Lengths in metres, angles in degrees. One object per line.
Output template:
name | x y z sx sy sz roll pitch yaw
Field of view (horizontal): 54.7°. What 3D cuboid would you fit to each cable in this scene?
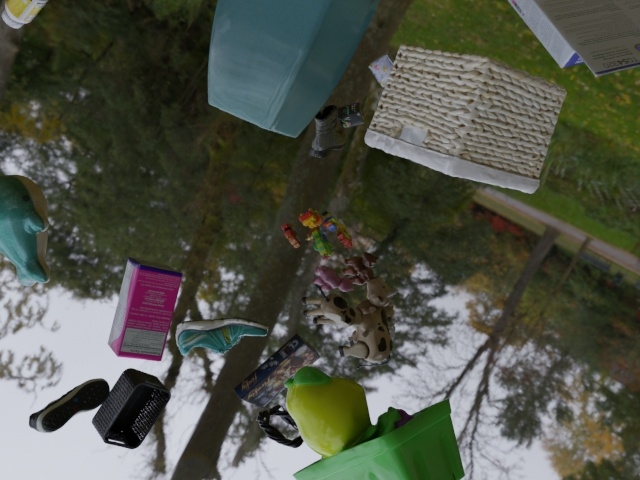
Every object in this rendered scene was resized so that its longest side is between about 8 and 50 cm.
cable | -0.125 0.614 2.048 0.150 0.047 0.184 6 -155 -44

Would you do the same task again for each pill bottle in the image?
pill bottle | -0.672 -0.535 1.403 0.065 0.116 0.065 35 -141 -35

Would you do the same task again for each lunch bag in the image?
lunch bag | 0.196 -0.512 1.861 0.083 0.071 0.053 53 -152 -16

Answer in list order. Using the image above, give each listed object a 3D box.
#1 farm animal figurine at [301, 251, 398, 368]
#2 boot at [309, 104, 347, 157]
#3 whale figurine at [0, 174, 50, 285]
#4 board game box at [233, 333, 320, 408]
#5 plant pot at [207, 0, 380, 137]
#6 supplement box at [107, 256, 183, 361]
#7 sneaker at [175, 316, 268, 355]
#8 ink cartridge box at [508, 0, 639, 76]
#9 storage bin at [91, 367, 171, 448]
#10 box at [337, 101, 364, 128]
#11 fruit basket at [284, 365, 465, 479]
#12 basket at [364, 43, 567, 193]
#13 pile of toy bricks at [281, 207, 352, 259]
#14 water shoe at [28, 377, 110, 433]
farm animal figurine | 0.117 0.188 1.630 0.172 0.327 0.330 -6 -159 29
boot | 0.042 -0.395 2.145 0.083 0.161 0.246 20 -148 15
whale figurine | -0.734 -0.019 1.474 0.216 0.272 0.141 -9 -174 36
board game box | -0.124 0.392 1.844 0.042 0.243 0.165 48 177 30
plant pot | -0.051 -0.275 0.871 0.165 0.234 0.165 25 -169 17
supplement box | -0.421 0.164 1.479 0.113 0.220 0.111 15 180 -31
sneaker | -0.292 0.287 1.856 0.275 0.110 0.107 -4 173 -12
ink cartridge box | 0.605 -0.451 1.266 0.071 0.324 0.330 91 163 -57
storage bin | -0.498 0.443 1.633 0.084 0.180 0.122 30 176 45
box | 0.110 -0.449 2.225 0.083 0.052 0.062 -11 146 17
fruit basket | 0.087 0.435 1.402 0.282 0.392 0.392 -11 -144 -44
basket | 0.345 -0.296 1.497 0.331 0.267 0.328 4 -162 -36
pile of toy bricks | 0.000 0.000 1.521 0.212 0.118 0.105 18 -137 -63
water shoe | -0.607 0.390 1.498 0.080 0.073 0.203 -4 -167 33
